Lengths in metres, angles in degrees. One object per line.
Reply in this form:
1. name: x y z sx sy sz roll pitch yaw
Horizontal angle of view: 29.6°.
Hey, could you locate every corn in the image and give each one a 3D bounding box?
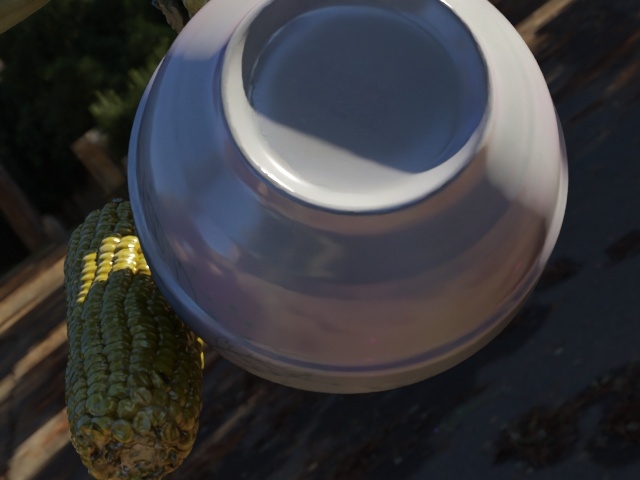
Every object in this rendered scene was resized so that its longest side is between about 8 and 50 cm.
1. corn: -0.125 0.061 0.824 0.106 0.106 0.293 -37 29 9

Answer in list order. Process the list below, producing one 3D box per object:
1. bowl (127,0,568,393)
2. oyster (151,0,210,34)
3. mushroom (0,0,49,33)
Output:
1. bowl: 0.018 -0.062 0.742 0.287 0.287 0.144 -40 -15 -15
2. oyster: -0.028 -0.249 0.987 0.112 0.198 0.268 25 49 32
3. mushroom: -0.327 -0.288 1.280 0.312 0.100 0.081 -42 16 -21
